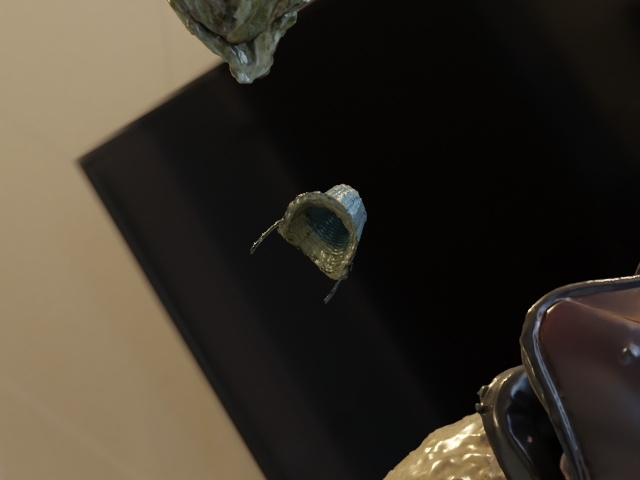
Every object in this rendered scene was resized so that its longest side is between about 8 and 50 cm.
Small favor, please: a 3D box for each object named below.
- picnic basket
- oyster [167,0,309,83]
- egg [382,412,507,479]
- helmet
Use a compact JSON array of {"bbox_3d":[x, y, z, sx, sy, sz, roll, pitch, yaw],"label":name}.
[{"bbox_3d":[0.000,0.000,1.070,0.083,0.065,0.083,-46,-8,-33],"label":"picnic basket"},{"bbox_3d":[-0.041,-0.175,0.749,0.177,0.125,0.064,-64,-2,14],"label":"oyster"},{"bbox_3d":[0.150,0.238,1.064,0.310,0.279,0.279,-40,-4,-3],"label":"egg"},{"bbox_3d":[0.187,0.091,0.831,0.189,0.193,0.216,92,-161,-70],"label":"helmet"}]
